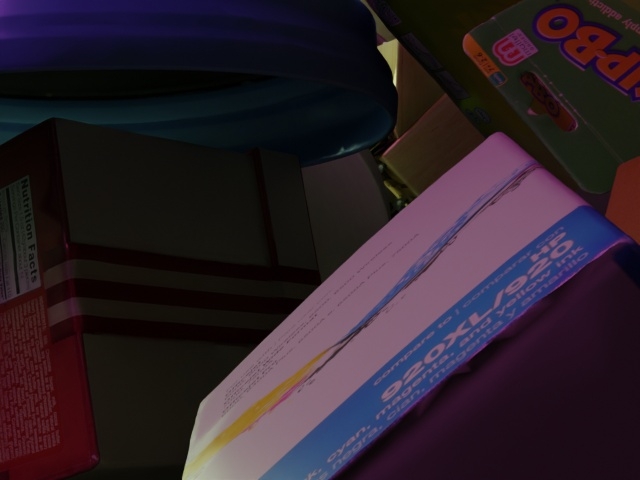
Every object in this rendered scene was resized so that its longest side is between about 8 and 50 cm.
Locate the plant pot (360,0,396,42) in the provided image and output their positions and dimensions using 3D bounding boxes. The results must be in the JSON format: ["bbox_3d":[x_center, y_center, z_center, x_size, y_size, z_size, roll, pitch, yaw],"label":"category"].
[{"bbox_3d":[0.055,-0.286,1.942,0.323,0.280,0.323,-45,0,0],"label":"plant pot"}]

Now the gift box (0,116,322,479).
[{"bbox_3d":[-0.152,0.066,1.073,0.276,0.255,0.258,-17,-17,40],"label":"gift box"}]

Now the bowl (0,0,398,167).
[{"bbox_3d":[-0.145,-0.102,1.022,0.391,0.077,0.391,-3,-7,0],"label":"bowl"}]

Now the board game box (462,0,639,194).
[{"bbox_3d":[0.213,-0.120,0.841,0.259,0.124,0.039,-28,-27,-15],"label":"board game box"}]

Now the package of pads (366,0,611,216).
[{"bbox_3d":[0.205,-0.173,0.982,0.296,0.229,0.101,-42,11,2],"label":"package of pads"}]

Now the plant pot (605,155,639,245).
[{"bbox_3d":[0.180,0.008,0.732,0.081,0.081,0.083,-30,29,58],"label":"plant pot"}]

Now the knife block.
[{"bbox_3d":[0.118,-0.057,1.392,0.275,0.242,0.088,1,2,-11],"label":"knife block"}]

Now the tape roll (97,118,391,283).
[{"bbox_3d":[-0.083,0.000,1.280,0.286,0.286,0.100,-42,8,11],"label":"tape roll"}]

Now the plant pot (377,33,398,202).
[{"bbox_3d":[-0.079,-0.075,1.683,0.305,0.334,0.334,-52,3,29],"label":"plant pot"}]

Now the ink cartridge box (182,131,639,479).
[{"bbox_3d":[0.068,0.089,0.515,0.168,0.171,0.233,-42,9,6],"label":"ink cartridge box"}]
